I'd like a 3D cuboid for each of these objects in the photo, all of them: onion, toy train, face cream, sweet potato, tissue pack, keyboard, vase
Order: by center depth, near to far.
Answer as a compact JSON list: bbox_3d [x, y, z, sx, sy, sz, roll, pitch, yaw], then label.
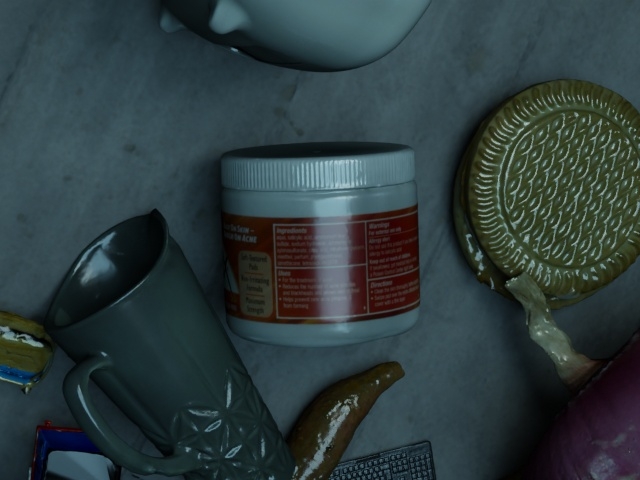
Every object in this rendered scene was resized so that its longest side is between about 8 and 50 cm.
[{"bbox_3d":[-0.023,-0.274,1.446,0.229,0.333,0.236,27,89,-20],"label":"tissue pack"},{"bbox_3d":[-0.149,0.148,1.552,0.301,0.156,0.251,56,37,-19],"label":"vase"},{"bbox_3d":[-0.259,0.291,1.555,0.083,0.131,0.204,6,96,-19],"label":"toy train"},{"bbox_3d":[0.000,0.000,1.561,0.201,0.201,0.187,-5,99,-17],"label":"face cream"},{"bbox_3d":[0.365,0.213,1.655,0.358,0.345,0.358,-18,138,-17],"label":"onion"},{"bbox_3d":[-0.022,0.247,1.656,0.066,0.072,0.314,38,83,-11],"label":"sweet potato"},{"bbox_3d":[0.055,0.265,1.715,0.155,0.010,0.053,-13,100,-15],"label":"keyboard"}]

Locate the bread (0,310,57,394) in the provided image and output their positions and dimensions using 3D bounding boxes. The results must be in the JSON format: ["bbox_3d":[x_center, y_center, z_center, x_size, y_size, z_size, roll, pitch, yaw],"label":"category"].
[{"bbox_3d":[-0.321,0.105,1.554,0.106,0.053,0.072,18,115,-16],"label":"bread"}]

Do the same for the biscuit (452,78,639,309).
[{"bbox_3d":[0.262,-0.050,1.701,0.259,0.079,0.259,-2,97,-19],"label":"biscuit"}]

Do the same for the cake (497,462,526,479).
[{"bbox_3d":[0.166,0.361,1.735,0.295,0.113,0.116,-32,108,-25],"label":"cake"}]
